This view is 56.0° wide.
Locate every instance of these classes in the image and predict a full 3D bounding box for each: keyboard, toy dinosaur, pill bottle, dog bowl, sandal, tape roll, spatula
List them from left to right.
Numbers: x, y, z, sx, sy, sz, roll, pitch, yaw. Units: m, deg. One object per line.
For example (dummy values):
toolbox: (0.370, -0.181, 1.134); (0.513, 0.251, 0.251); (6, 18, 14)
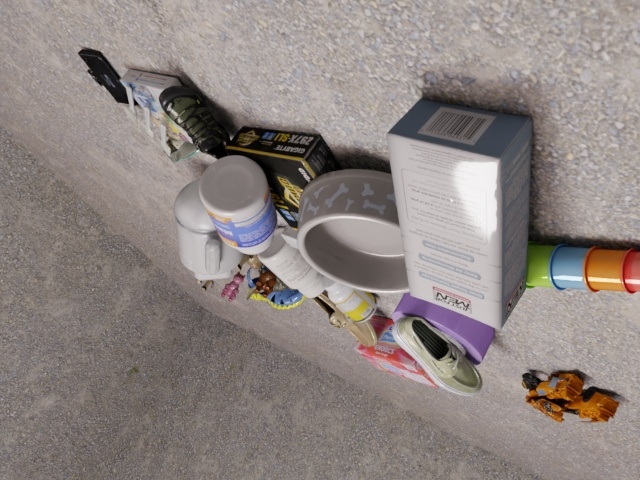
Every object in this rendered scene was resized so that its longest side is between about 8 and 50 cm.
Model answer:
keyboard: (-0.554, -0.422, 1.562); (0.108, 0.023, 0.180); (14, 154, 27)
spatula: (-0.442, -0.301, 1.526); (0.168, 0.019, 0.242); (49, 166, -4)
pill bottle: (-0.183, -0.068, 1.420); (0.152, 0.152, 0.272); (27, 160, 15)
toy dinosaur: (-0.187, 0.143, 2.219); (0.268, 0.118, 0.064); (-14, 175, 32)
sandal: (-0.178, 0.170, 2.297); (0.317, 0.126, 0.138); (7, 126, 38)
pill bottle: (-0.078, 0.075, 1.873); (0.131, 0.131, 0.229); (9, 150, 49)
pill bottle: (0.089, 0.170, 1.889); (0.184, 0.103, 0.103); (44, 158, -30)
dog bowl: (0.108, -0.002, 1.290); (0.348, 0.102, 0.349); (13, 149, 8)
tape roll: (0.342, 0.241, 1.690); (0.274, 0.090, 0.275); (28, 161, 10)

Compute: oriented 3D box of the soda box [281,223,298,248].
soda box: (0.000, 0.000, 1.652); (0.216, 0.074, 0.069); (18, 157, 35)

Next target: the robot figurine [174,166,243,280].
robot figurine: (-0.327, -0.038, 1.789); (0.300, 0.199, 0.353); (-112, 20, -46)

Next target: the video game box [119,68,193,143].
video game box: (-0.366, -0.321, 1.475); (0.187, 0.048, 0.205); (17, 156, 34)

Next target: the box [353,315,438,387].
box: (0.278, 0.368, 2.021); (0.154, 0.142, 0.300); (43, 159, -28)

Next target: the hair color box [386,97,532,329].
hair color box: (0.237, -0.035, 1.003); (0.185, 0.113, 0.374); (20, 142, 33)

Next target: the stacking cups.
stacking cups: (0.454, 0.045, 1.057); (0.316, 0.096, 0.096); (0, 144, 49)

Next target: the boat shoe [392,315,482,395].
boat shoe: (0.321, 0.313, 1.605); (0.302, 0.109, 0.094); (38, 159, -8)

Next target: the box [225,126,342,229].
box: (-0.039, -0.123, 1.409); (0.257, 0.079, 0.322); (18, 156, 41)

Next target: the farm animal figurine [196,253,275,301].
farm animal figurine: (-0.291, 0.051, 2.098); (0.330, 0.172, 0.327); (7, 133, 25)

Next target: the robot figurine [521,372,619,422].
robot figurine: (0.672, 0.438, 1.665); (0.211, 0.085, 0.291); (32, 161, 4)

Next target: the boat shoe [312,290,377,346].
boat shoe: (0.066, 0.247, 2.005); (0.302, 0.098, 0.109); (50, 152, 2)

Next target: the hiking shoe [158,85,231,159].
hiking shoe: (-0.269, -0.259, 1.368); (0.227, 0.086, 0.114); (40, -169, -47)

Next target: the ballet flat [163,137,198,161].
ballet flat: (-0.377, -0.255, 1.621); (0.068, 0.072, 0.213); (43, 159, -22)
